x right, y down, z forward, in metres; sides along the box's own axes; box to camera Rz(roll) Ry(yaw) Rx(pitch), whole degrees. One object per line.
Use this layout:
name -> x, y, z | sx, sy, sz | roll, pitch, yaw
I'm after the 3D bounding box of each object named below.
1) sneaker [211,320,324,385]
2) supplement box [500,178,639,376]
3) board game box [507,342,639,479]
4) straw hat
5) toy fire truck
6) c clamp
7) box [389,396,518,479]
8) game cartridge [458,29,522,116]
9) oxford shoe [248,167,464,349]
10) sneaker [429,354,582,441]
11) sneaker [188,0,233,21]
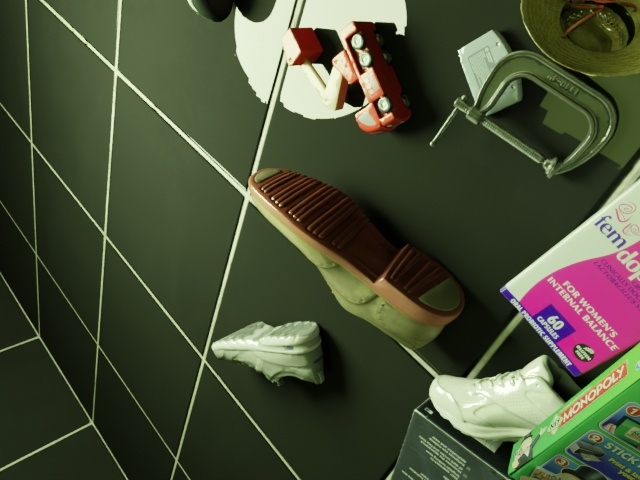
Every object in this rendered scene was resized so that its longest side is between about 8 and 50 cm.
sneaker -> -0.106, 0.223, 0.969 | 0.281, 0.105, 0.115 | -10, 98, 46
supplement box -> 0.297, 0.014, 0.474 | 0.111, 0.114, 0.220 | 52, 133, 17
board game box -> 0.370, 0.240, 0.459 | 0.317, 0.046, 0.213 | 32, 128, 8
straw hat -> 0.250, -0.190, 0.474 | 0.144, 0.144, 0.061 | 47, 171, 22
toy fire truck -> 0.032, -0.222, 0.697 | 0.135, 0.047, 0.192 | -23, 89, 48
c clamp -> 0.218, -0.125, 0.553 | 0.161, 0.022, 0.137 | 35, 123, 17
box -> 0.197, 0.311, 0.705 | 0.156, 0.093, 0.158 | 32, 125, 33
game cartridge -> 0.191, -0.186, 0.574 | 0.056, 0.017, 0.083 | -18, 92, 51
oxford shoe -> 0.024, 0.029, 0.726 | 0.348, 0.123, 0.130 | 40, 135, 17
sneaker -> 0.245, 0.187, 0.625 | 0.232, 0.090, 0.115 | 7, 104, 34
sneaker -> -0.133, -0.461, 0.735 | 0.124, 0.107, 0.283 | 25, 122, 30
